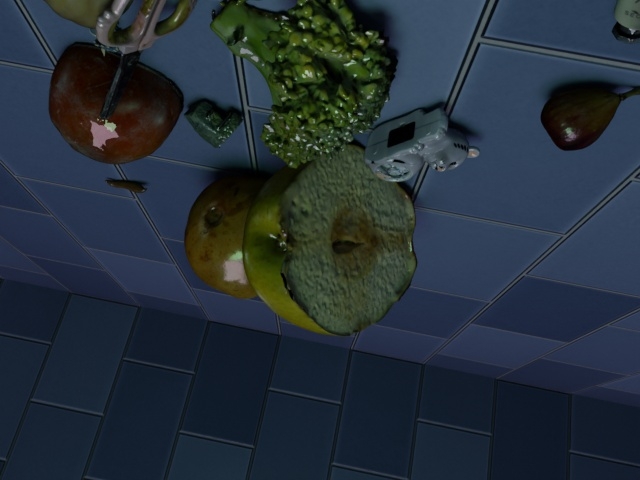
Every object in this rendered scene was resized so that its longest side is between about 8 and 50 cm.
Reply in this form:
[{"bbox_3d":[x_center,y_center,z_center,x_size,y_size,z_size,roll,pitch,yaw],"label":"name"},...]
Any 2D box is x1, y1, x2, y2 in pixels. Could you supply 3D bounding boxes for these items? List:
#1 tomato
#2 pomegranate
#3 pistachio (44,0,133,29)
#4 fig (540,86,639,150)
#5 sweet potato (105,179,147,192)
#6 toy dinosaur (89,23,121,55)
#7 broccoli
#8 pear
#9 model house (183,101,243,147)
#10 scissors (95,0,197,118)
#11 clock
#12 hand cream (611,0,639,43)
[{"bbox_3d":[-0.358,-0.211,0.960,0.214,0.155,0.181,17,153,-9],"label":"tomato"},{"bbox_3d":[-0.157,-0.004,1.210,0.264,0.264,0.264,10,158,4],"label":"pomegranate"},{"bbox_3d":[-0.285,-0.335,0.669,0.124,0.124,0.185,16,152,-9],"label":"pistachio"},{"bbox_3d":[0.370,-0.178,0.770,0.125,0.089,0.089,-30,137,29],"label":"fig"},{"bbox_3d":[-0.465,-0.132,1.364,0.115,0.026,0.026,11,158,16],"label":"sweet potato"},{"bbox_3d":[-0.326,-0.313,0.848,0.047,0.030,0.083,9,157,2],"label":"toy dinosaur"},{"bbox_3d":[-0.037,-0.202,0.770,0.273,0.180,0.242,18,158,-13],"label":"broccoli"},{"bbox_3d":[0.000,0.000,1.055,0.191,0.340,0.386,0,178,41],"label":"pear"},{"bbox_3d":[-0.192,-0.213,1.000,0.083,0.066,0.079,41,160,-19],"label":"model house"},{"bbox_3d":[-0.252,-0.262,0.763,0.024,0.160,0.317,51,135,1],"label":"scissors"},{"bbox_3d":[0.161,-0.145,0.937,0.176,0.080,0.117,-14,147,43],"label":"clock"},{"bbox_3d":[0.344,-0.294,0.545,0.080,0.050,0.234,11,152,12],"label":"hand cream"}]
